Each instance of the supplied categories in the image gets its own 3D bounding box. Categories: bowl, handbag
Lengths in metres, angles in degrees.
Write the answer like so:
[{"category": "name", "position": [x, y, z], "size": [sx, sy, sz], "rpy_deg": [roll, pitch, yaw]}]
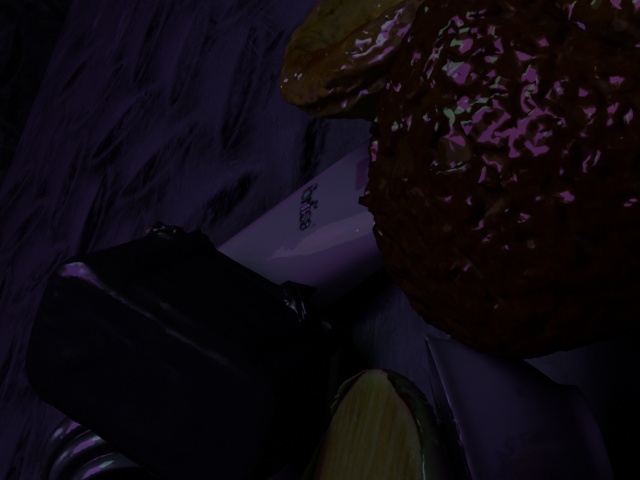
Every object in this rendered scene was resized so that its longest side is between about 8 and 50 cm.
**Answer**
[{"category": "bowl", "position": [0.125, 0.137, 0.666], "size": [0.086, 0.189, 0.189], "rpy_deg": [-16, 35, 2]}, {"category": "handbag", "position": [-0.109, 0.106, 0.970], "size": [0.181, 0.254, 0.181], "rpy_deg": [-24, -42, -62]}]

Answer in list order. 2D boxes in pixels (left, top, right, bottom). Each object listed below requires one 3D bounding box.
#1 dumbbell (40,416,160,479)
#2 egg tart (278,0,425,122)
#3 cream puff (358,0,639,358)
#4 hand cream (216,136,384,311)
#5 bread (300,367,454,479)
[{"category": "dumbbell", "position": [-0.167, 0.299, 0.987], "size": [0.179, 0.179, 0.406], "rpy_deg": [-51, 26, 22]}, {"category": "egg tart", "position": [0.095, -0.200, 1.023], "size": [0.294, 0.123, 0.294], "rpy_deg": [-34, 22, 15]}, {"category": "cream puff", "position": [0.156, -0.081, 0.650], "size": [0.303, 0.212, 0.303], "rpy_deg": [-29, 16, 9]}, {"category": "hand cream", "position": [0.000, 0.000, 1.068], "size": [0.359, 0.118, 0.185], "rpy_deg": [-38, 26, 30]}, {"category": "bread", "position": [0.027, 0.235, 0.766], "size": [0.301, 0.045, 0.301], "rpy_deg": [-168, 90, -75]}]
